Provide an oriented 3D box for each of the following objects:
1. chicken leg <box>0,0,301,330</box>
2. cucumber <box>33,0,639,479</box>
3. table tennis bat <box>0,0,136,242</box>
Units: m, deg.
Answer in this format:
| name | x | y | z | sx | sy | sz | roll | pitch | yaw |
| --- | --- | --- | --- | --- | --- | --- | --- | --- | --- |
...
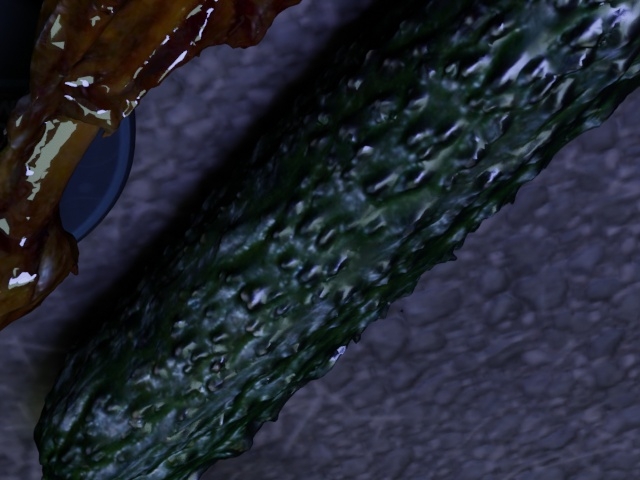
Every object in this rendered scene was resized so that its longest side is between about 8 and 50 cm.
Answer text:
| name | x | y | z | sx | sy | sz | roll | pitch | yaw |
| --- | --- | --- | --- | --- | --- | --- | --- | --- | --- |
| chicken leg | -0.067 | -0.081 | 0.561 | 0.304 | 0.093 | 0.113 | -49 | 149 | 22 |
| cucumber | 0.000 | 0.000 | 0.667 | 0.096 | 0.096 | 0.359 | 24 | 124 | -31 |
| table tennis bat | -0.141 | -0.068 | 0.622 | 0.150 | 0.027 | 0.236 | 0 | 135 | -15 |
